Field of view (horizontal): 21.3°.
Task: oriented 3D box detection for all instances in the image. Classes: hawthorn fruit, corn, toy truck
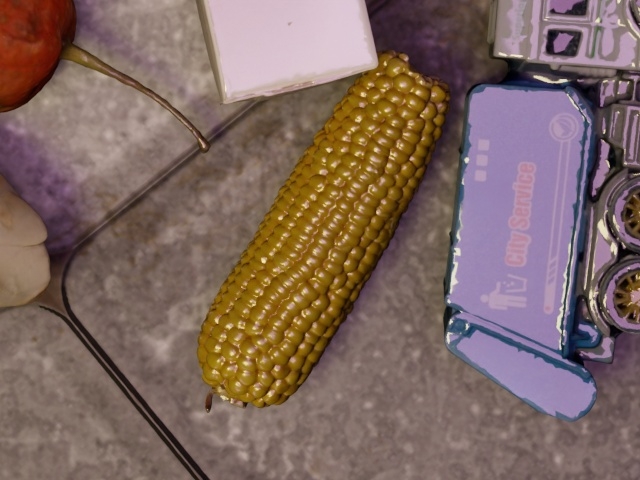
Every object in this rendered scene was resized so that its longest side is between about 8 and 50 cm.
[{"bbox_3d":[-0.207,-0.146,1.274,0.285,0.165,0.165,14,94,-13],"label":"hawthorn fruit"},{"bbox_3d":[0.000,0.000,1.310,0.101,0.101,0.310,30,90,-4],"label":"corn"},{"bbox_3d":[0.191,-0.053,1.288,0.175,0.146,0.367,7,94,2],"label":"toy truck"}]

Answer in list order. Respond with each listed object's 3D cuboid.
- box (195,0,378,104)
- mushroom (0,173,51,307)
[{"bbox_3d":[-0.047,-0.242,1.235,0.116,0.203,0.274,-12,94,-2],"label":"box"},{"bbox_3d":[-0.394,-0.020,1.191,0.137,0.407,0.154,-51,51,38],"label":"mushroom"}]
